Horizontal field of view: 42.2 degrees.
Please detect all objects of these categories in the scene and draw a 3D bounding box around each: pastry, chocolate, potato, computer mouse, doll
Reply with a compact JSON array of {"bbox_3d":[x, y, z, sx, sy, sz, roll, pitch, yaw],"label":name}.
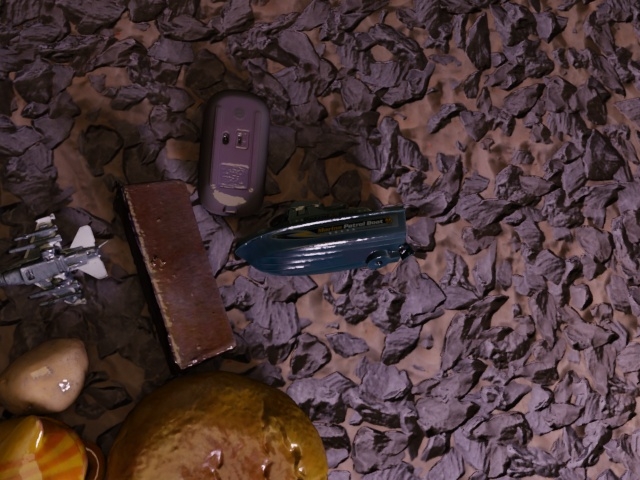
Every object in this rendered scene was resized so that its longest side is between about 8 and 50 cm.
[{"bbox_3d":[-0.154,0.369,1.271,0.356,0.164,0.355,2,76,-9],"label":"pastry"},{"bbox_3d":[-0.238,0.049,1.354,0.112,0.112,0.321,-17,81,-23],"label":"chocolate"},{"bbox_3d":[-0.424,0.214,1.281,0.147,0.112,0.112,-29,85,-10],"label":"potato"},{"bbox_3d":[-0.149,-0.150,1.438,0.120,0.057,0.232,5,75,-11],"label":"computer mouse"},{"bbox_3d":[-0.409,0.326,1.172,0.162,0.269,0.166,-30,89,-12],"label":"doll"}]

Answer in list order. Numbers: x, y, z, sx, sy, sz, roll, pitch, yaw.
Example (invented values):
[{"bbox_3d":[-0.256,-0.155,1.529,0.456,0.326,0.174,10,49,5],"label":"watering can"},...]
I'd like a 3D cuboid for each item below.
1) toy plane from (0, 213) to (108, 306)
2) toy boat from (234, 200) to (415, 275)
[{"bbox_3d":[-0.449,0.046,1.325,0.234,0.082,0.159,-20,109,-15],"label":"toy plane"},{"bbox_3d":[0.001,-0.003,1.408,0.296,0.114,0.122,-6,59,-12],"label":"toy boat"}]
